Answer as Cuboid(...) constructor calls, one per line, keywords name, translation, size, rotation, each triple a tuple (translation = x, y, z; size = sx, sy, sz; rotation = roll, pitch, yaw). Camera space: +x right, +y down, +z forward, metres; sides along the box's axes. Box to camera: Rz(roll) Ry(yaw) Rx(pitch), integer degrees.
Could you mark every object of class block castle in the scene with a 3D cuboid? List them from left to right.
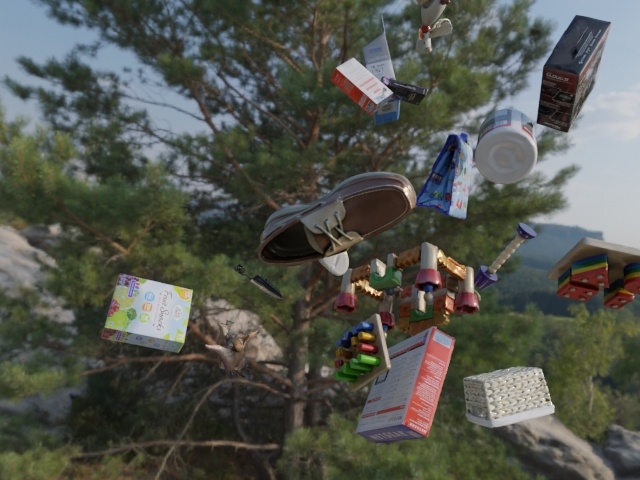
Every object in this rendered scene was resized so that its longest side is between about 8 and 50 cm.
Cuboid(name="block castle", translation=(0.300, 0.203, 1.821), size=(0.303, 0.213, 0.453), rotation=(30, -35, -33))

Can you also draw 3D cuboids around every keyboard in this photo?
Cuboid(name="keyboard", translation=(-0.216, 0.138, 1.772), size=(0.201, 0.033, 0.317), rotation=(34, -11, -4))

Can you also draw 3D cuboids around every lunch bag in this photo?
Cuboid(name="lunch bag", translation=(0.470, -0.237, 1.814), size=(0.138, 0.293, 0.221), rotation=(21, 9, 29))

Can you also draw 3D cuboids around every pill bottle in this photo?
Cuboid(name="pill bottle", translation=(0.589, -0.315, 1.628), size=(0.176, 0.176, 0.318), rotation=(8, 31, 17))

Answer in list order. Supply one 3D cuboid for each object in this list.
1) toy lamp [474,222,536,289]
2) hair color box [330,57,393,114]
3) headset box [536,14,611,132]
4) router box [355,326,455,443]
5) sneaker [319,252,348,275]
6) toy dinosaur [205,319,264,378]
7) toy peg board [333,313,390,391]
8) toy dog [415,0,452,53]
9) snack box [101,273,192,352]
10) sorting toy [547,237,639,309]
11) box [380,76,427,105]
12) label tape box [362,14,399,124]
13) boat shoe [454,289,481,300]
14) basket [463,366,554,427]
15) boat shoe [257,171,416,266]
Cuboid(name="toy lamp", translation=(0.632, 0.062, 1.790), size=(0.080, 0.275, 0.080), rotation=(23, 30, -14))
Cuboid(name="hair color box", translation=(0.125, -0.465, 1.546), size=(0.167, 0.093, 0.053), rotation=(43, -35, 9))
Cuboid(name="headset box", translation=(0.765, -0.511, 1.560), size=(0.110, 0.218, 0.293), rotation=(28, -16, 28))
Cuboid(name="router box", translation=(0.251, 0.448, 1.560), size=(0.082, 0.301, 0.335), rotation=(29, -29, -6))
Cuboid(name="sneaker", translation=(0.000, 0.000, 1.608), size=(0.091, 0.240, 0.126), rotation=(-35, 17, -10))
Cuboid(name="toy dinosaur", translation=(-0.297, 0.383, 1.710), size=(0.127, 0.200, 0.295), rotation=(17, 2, 10))
Cuboid(name="toy peg board", translation=(0.095, 0.298, 1.383), size=(0.079, 0.161, 0.161), rotation=(19, -46, -30))
Cuboid(name="toy dog", translation=(0.522, -1.002, 2.328), size=(0.161, 0.220, 0.334), rotation=(59, -1, 39))
Cuboid(name="snack box", translation=(-0.470, 0.199, 1.407), size=(0.207, 0.175, 0.070), rotation=(16, -43, -21))
Cuboid(name="sorting toy", translation=(0.850, 0.112, 1.516), size=(0.257, 0.089, 0.255), rotation=(13, -26, 6))
Cuboid(name="box", translation=(0.279, -0.516, 1.776), size=(0.162, 0.029, 0.116), rotation=(14, -2, 0))
Cuboid(name="label tape box", translation=(0.225, -0.655, 2.005), size=(0.105, 0.334, 0.240), rotation=(-12, -7, 5))
Cuboid(name="boat shoe", translation=(0.555, 0.203, 1.993), size=(0.048, 0.056, 0.153), rotation=(-34, 37, -17))
Cuboid(name="basket", translation=(0.422, 0.352, 1.169), size=(0.167, 0.103, 0.113), rotation=(-7, -10, -13))
Cuboid(name="boat shoe", translation=(0.021, -0.021, 0.921), size=(0.324, 0.123, 0.116), rotation=(-22, 23, 32))
